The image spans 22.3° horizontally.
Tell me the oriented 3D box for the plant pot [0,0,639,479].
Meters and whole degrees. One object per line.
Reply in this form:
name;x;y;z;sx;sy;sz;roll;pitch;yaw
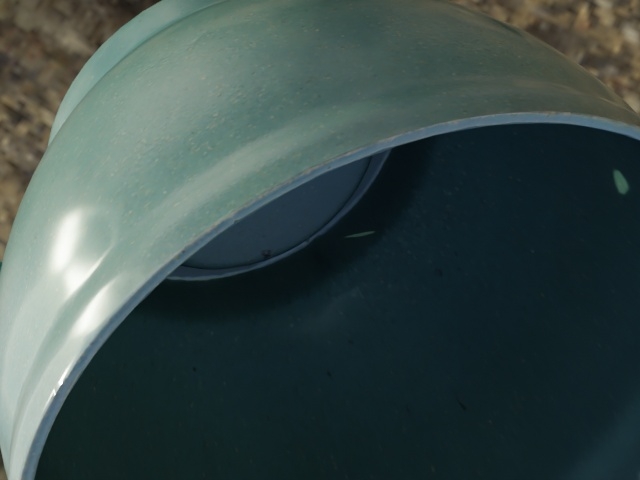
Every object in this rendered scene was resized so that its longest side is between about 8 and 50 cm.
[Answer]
plant pot;-0.005;0.012;0.666;0.293;0.293;0.196;56;-178;-47

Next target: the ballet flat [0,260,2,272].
ballet flat;-0.222;0.083;1.208;0.231;0.077;0.077;36;152;10
